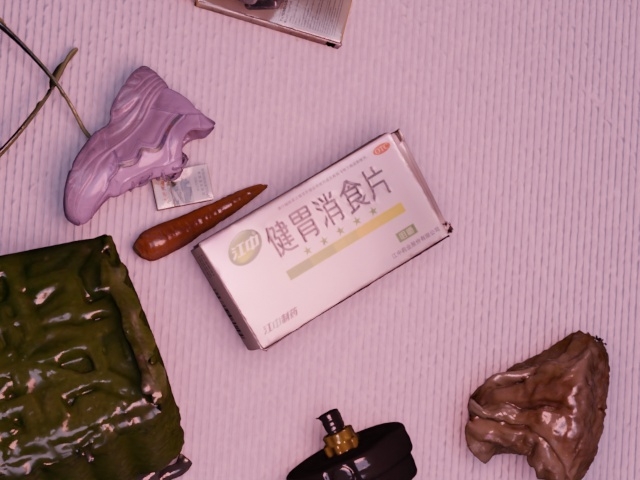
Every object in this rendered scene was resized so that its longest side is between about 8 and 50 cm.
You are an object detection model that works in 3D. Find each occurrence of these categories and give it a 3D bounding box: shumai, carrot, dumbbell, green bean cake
[{"bbox_3d":[0.300,0.229,1.872,0.185,0.184,0.218,14,98,-11],"label":"shumai"},{"bbox_3d":[-0.167,-0.030,1.874,0.216,0.048,0.048,-28,92,-17],"label":"carrot"},{"bbox_3d":[0.087,0.415,1.825,0.185,0.185,0.388,-24,91,-11],"label":"dumbbell"},{"bbox_3d":[-0.363,0.177,1.683,0.319,0.218,0.335,-21,58,-10],"label":"green bean cake"}]

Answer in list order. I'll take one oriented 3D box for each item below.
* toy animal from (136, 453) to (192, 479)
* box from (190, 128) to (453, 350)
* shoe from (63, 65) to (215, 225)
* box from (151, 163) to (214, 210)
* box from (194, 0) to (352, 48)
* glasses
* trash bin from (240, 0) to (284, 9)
[{"bbox_3d":[-0.297,0.268,1.812,0.269,0.082,0.137,39,79,3],"label":"toy animal"},{"bbox_3d":[0.002,-0.001,1.851,0.333,0.145,0.173,-31,94,-10],"label":"box"},{"bbox_3d":[-0.255,-0.112,1.828,0.137,0.095,0.245,29,76,5],"label":"shoe"},{"bbox_3d":[-0.197,-0.076,1.880,0.083,0.024,0.054,-11,90,-11],"label":"box"},{"bbox_3d":[-0.073,-0.374,1.915,0.247,0.033,0.129,16,83,-8],"label":"box"},{"bbox_3d":[-0.421,-0.197,1.830,0.207,0.102,0.239,7,84,-38],"label":"glasses"},{"bbox_3d":[-0.078,-0.539,1.784,0.255,0.296,0.368,23,70,-6],"label":"trash bin"}]
